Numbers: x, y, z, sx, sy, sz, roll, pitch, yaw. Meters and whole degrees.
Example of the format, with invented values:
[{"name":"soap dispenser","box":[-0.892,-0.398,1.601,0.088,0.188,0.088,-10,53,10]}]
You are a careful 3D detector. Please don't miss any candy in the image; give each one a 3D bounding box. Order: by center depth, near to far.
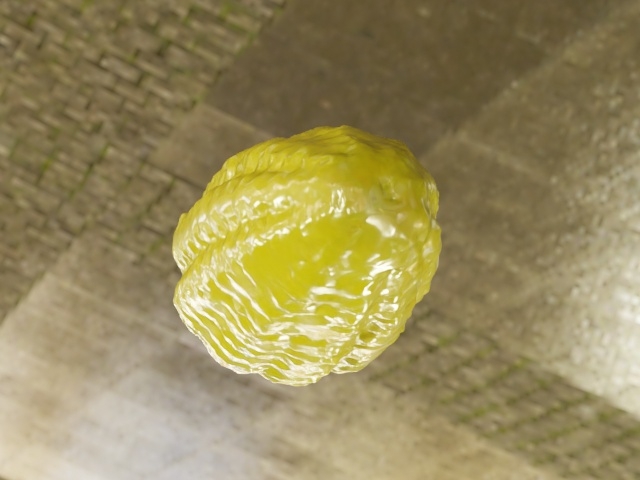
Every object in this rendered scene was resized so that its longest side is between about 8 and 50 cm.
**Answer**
[{"name":"candy","box":[0.000,0.000,0.696,0.106,0.094,0.199,17,165,-8]}]
